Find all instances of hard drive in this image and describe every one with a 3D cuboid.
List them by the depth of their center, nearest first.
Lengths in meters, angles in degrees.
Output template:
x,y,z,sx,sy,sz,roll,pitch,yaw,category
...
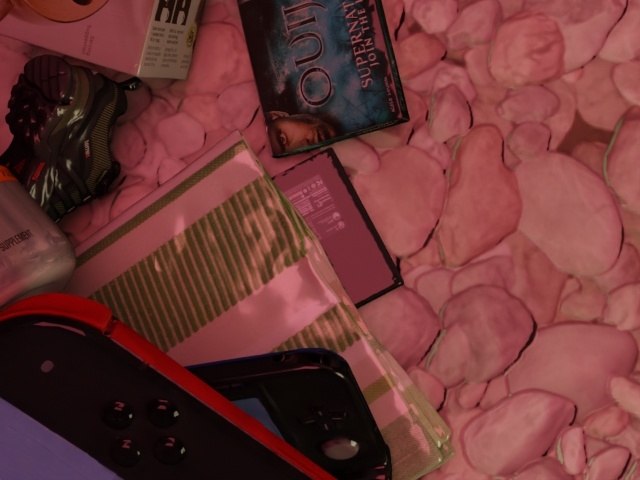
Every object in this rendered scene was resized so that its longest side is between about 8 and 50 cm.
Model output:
x,y,z,sx,sy,sz,roll,pitch,yaw,category
0.000,0.000,0.926,0.094,0.022,0.135,-27,80,0,hard drive

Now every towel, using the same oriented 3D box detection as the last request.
x,y,z,sx,sy,sz,roll,pitch,yaw,category
-0.074,0.104,0.898,0.248,0.038,0.325,-34,82,8,towel

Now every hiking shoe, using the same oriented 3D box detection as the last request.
x,y,z,sx,sy,sz,roll,pitch,yaw,category
-0.226,-0.044,0.915,0.086,0.114,0.227,47,117,35,hiking shoe

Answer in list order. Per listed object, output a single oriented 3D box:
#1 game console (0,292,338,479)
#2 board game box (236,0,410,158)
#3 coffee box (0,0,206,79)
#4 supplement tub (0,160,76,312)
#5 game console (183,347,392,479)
x,y,z,sx,sy,sz,roll,pitch,yaw,category
-0.170,0.250,0.764,0.342,0.060,0.386,39,112,-9,game console
-0.004,-0.176,0.926,0.126,0.026,0.186,-15,85,21,board game box
-0.168,-0.300,0.891,0.168,0.119,0.297,19,102,11,coffee box
-0.357,-0.044,0.775,0.207,0.207,0.338,-42,88,-3,supplement tub
-0.093,0.227,0.792,0.293,0.250,0.173,-10,52,11,game console
